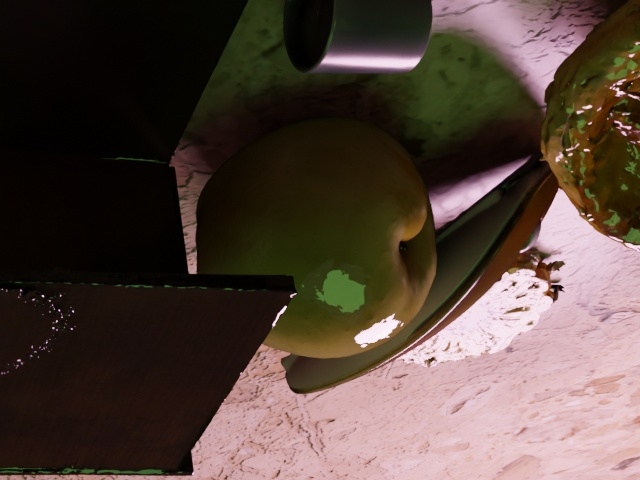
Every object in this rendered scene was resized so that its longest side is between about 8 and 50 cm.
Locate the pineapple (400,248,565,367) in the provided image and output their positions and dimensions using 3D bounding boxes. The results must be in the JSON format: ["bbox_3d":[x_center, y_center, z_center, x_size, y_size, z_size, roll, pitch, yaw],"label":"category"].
[{"bbox_3d":[0.139,0.062,1.383,0.221,0.047,0.221,-8,150,-5],"label":"pineapple"}]

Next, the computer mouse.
[{"bbox_3d":[0.094,0.038,1.216,0.310,0.072,0.158,-41,178,29],"label":"computer mouse"}]

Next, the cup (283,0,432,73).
[{"bbox_3d":[0.020,-0.149,0.962,0.077,0.078,0.100,2,-177,-27],"label":"cup"}]

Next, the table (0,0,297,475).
[{"bbox_3d":[-0.156,-0.003,0.978,0.196,0.250,0.282,4,147,-21],"label":"table"}]

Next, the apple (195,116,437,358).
[{"bbox_3d":[0.000,0.000,1.095,0.200,0.200,0.200,-7,151,-4],"label":"apple"}]

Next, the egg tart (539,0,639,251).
[{"bbox_3d":[0.303,-0.099,1.052,0.290,0.115,0.290,6,137,5],"label":"egg tart"}]
